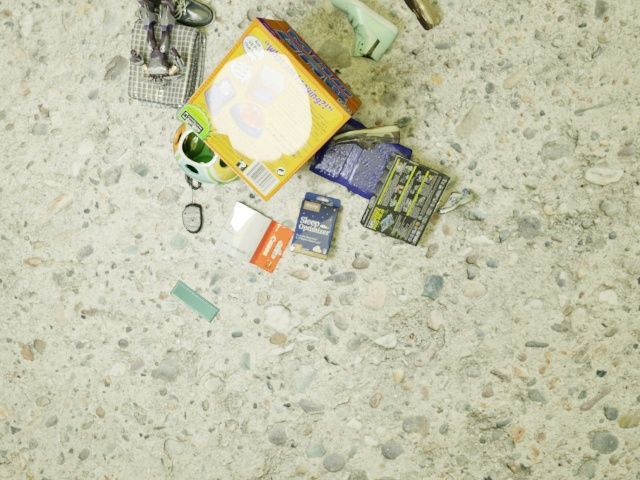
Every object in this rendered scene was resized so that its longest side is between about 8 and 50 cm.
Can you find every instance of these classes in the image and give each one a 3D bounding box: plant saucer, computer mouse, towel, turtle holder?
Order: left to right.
[{"bbox_3d":[-0.533,-0.600,1.763,0.234,0.121,0.284,10,98,4],"label":"towel"},{"bbox_3d":[-0.467,-0.145,1.864,0.071,0.041,0.242,0,91,-5],"label":"computer mouse"},{"bbox_3d":[-0.474,0.230,1.919,0.192,0.018,0.067,37,98,0],"label":"plant saucer"},{"bbox_3d":[-0.356,-0.285,1.737,0.243,0.227,0.320,-38,93,7],"label":"turtle holder"},{"bbox_3d":[0.140,-0.282,1.785,0.308,0.076,0.228,27,106,0],"label":"towel"}]

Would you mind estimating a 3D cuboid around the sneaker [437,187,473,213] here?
[{"bbox_3d":[0.465,-0.138,1.792,0.135,0.052,0.058,-28,85,0],"label":"sneaker"}]

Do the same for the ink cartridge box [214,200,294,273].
[{"bbox_3d":[-0.241,-0.008,1.853,0.232,0.066,0.189,29,98,4],"label":"ink cartridge box"}]

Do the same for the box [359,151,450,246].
[{"bbox_3d":[0.288,-0.137,1.749,0.216,0.060,0.270,19,106,-16],"label":"box"}]

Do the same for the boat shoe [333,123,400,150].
[{"bbox_3d":[0.156,-0.334,1.690,0.223,0.080,0.074,-9,97,4],"label":"boat shoe"}]

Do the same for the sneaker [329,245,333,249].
[{"bbox_3d":[0.000,0.000,1.843,0.098,0.038,0.069,4,98,3],"label":"sneaker"}]

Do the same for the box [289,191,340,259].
[{"bbox_3d":[-0.017,-0.056,1.815,0.136,0.036,0.225,13,84,3],"label":"box"}]

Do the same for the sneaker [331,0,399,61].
[{"bbox_3d":[0.118,-0.709,1.715,0.255,0.094,0.151,33,102,1],"label":"sneaker"}]

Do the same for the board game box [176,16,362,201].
[{"bbox_3d":[-0.133,-0.403,1.554,0.356,0.356,0.356,45,112,-8],"label":"board game box"}]

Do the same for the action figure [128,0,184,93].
[{"bbox_3d":[-0.530,-0.622,1.656,0.185,0.099,0.285,0,99,1],"label":"action figure"}]

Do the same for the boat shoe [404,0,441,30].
[{"bbox_3d":[0.334,-0.801,1.708,0.072,0.068,0.190,-37,103,-4],"label":"boat shoe"}]

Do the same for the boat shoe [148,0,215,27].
[{"bbox_3d":[-0.490,-0.801,1.754,0.254,0.079,0.095,20,98,1],"label":"boat shoe"}]
